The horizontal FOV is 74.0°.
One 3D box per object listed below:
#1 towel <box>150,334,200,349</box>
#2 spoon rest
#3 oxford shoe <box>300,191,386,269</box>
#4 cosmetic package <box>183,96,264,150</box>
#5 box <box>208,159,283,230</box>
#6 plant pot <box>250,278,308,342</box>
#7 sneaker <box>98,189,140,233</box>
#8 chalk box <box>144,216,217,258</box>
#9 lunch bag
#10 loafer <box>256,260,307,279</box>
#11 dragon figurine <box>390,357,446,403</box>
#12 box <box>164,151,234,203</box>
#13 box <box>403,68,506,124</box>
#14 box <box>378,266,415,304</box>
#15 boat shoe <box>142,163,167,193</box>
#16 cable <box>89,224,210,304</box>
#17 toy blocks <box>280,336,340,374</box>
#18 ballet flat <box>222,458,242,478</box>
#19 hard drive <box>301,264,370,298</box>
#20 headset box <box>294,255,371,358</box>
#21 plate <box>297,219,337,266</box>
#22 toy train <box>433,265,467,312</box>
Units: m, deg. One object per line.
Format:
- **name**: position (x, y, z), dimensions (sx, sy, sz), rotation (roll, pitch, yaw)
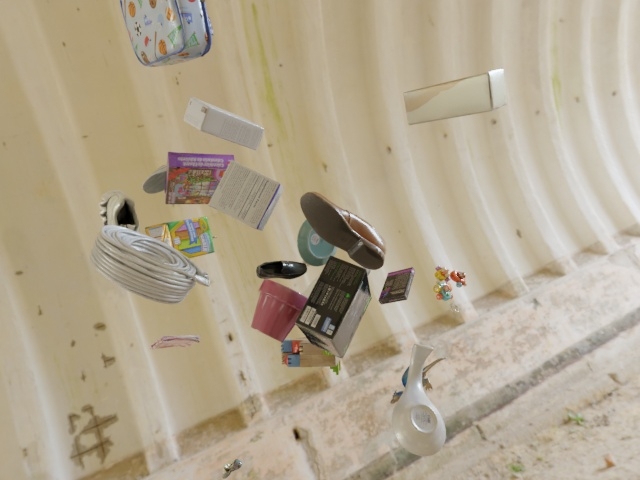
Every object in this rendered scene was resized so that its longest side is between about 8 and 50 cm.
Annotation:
- **towel**: position (-0.548, 0.388, 1.598), dimensions (0.144, 0.029, 0.197), rotation (7, -24, -32)
- **spoon rest**: position (0.255, 0.409, 1.094), dimensions (0.137, 0.276, 0.084), rotation (14, -42, 1)
- **oxford shoe**: position (0.048, -0.031, 0.855), dimensions (0.076, 0.212, 0.076), rotation (-35, 21, 44)
- **cosmetic package**: position (-0.306, -0.372, 1.366), dimensions (0.231, 0.117, 0.086), rotation (7, -68, -49)
- **box**: position (-0.180, -0.108, 1.046), dimensions (0.126, 0.137, 0.072), rotation (-63, -6, -2)
- **plant pot**: position (-0.158, 0.262, 1.547), dimensions (0.201, 0.201, 0.180), rotation (77, -142, -73)
- **sneaker**: position (-0.605, -0.004, 1.299), dimensions (0.118, 0.292, 0.110), rotation (10, 18, 40)
- **chalk box**: position (-0.618, -0.006, 1.959), dimensions (0.180, 0.179, 0.289), rotation (-10, 4, 35)
- **lunch bag**: position (-0.410, -0.603, 1.125), dimensions (0.303, 0.243, 0.115), rotation (8, 25, 42)
- **loafer**: position (-0.159, 0.122, 1.788), dimensions (0.223, 0.076, 0.078), rotation (-2, -26, -20)
- **dragon figurine**: position (0.365, 0.546, 1.637), dimensions (0.289, 0.085, 0.144), rotation (-62, 3, 1)
- **box**: position (-0.411, -0.199, 1.419), dimensions (0.200, 0.057, 0.293), rotation (-3, -16, -22)
- **box**: position (0.464, -0.494, 1.479), dimensions (0.311, 0.121, 0.148), rotation (2, 22, 42)
- **box**: position (0.298, 0.176, 1.649), dimensions (0.116, 0.029, 0.162), rotation (-18, 27, 37)
- **boat shoe**: position (-0.647, -0.275, 1.789), dimensions (0.226, 0.076, 0.083), rotation (-34, -57, -13)
- **cable**: position (-0.429, 0.057, 1.047), dimensions (0.257, 0.257, 0.089), rotation (25, -83, -50)
- **toy blocks**: position (-0.052, 0.473, 1.821), dimensions (0.260, 0.191, 0.381), rotation (-3, -8, 7)
- **ballet flat**: position (-0.322, 0.805, 1.506), dimensions (0.114, 0.041, 0.041), rotation (-44, -24, 25)
- **hard drive**: position (0.046, 0.200, 1.828), dimensions (0.233, 0.047, 0.353), rotation (-47, 16, -21)
- **headset box**: position (0.054, 0.228, 1.391), dimensions (0.246, 0.131, 0.283), rotation (-61, -21, -20)
- **plate**: position (0.000, 0.000, 1.492), dimensions (0.188, 0.188, 0.024), rotation (-12, 13, -37)
- **toy train**: position (0.411, 0.135, 1.314), dimensions (0.046, 0.125, 0.166), rotation (-49, 9, 43)
